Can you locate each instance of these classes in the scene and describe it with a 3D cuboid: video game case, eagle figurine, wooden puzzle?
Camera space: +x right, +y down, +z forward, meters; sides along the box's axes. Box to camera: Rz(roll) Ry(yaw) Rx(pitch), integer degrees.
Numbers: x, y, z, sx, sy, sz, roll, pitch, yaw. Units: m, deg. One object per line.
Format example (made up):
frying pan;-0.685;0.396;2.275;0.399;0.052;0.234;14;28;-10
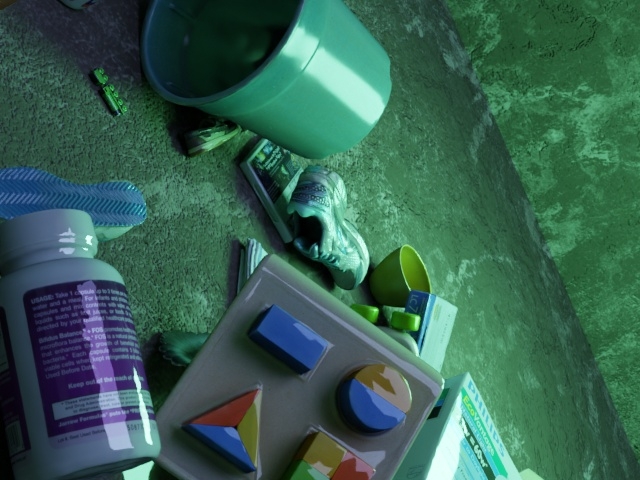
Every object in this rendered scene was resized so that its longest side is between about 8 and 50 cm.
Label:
video game case;-0.075;-0.109;2.093;0.173;0.022;0.190;61;27;-16
eagle figurine;-0.093;0.212;1.647;0.298;0.225;0.226;-23;47;-30
wooden puzzle;-0.022;0.226;1.502;0.322;0.080;0.348;36;63;-5

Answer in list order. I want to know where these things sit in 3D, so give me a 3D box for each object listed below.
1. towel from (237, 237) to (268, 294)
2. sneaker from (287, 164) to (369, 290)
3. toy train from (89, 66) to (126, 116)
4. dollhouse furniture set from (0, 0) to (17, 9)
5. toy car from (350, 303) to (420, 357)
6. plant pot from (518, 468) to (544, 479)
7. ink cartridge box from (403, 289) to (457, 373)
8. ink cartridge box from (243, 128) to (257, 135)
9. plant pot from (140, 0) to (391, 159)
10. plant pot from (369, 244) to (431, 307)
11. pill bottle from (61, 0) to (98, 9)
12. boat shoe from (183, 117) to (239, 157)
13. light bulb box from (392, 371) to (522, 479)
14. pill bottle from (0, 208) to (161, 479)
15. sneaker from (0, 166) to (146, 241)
towel;-0.052;0.149;1.915;0.285;0.034;0.209;47;33;-38
sneaker;0.000;0.000;2.064;0.122;0.110;0.283;-55;138;-35
toy train;-0.325;-0.226;1.694;0.083;0.017;0.023;61;36;-15
dollhouse furniture set;-0.501;-0.417;1.335;0.374;0.152;0.201;1;69;-63
toy car;0.095;0.199;2.042;0.188;0.149;0.155;174;-74;-84
plant pot;0.462;0.634;2.344;0.274;0.256;0.256;57;22;17
ink cartridge box;0.197;0.199;2.166;0.311;0.065;0.185;31;75;-74
ink cartridge box;-0.127;-0.235;2.056;0.083;0.048;0.028;62;27;-11
plant pot;-0.067;-0.313;1.881;0.334;0.341;0.341;32;43;-49
plant pot;0.158;0.086;2.309;0.134;0.095;0.134;45;34;-41
pill bottle;-0.315;-0.436;1.672;0.108;0.193;0.108;45;33;-41
boat shoe;-0.185;-0.186;1.894;0.049;0.056;0.152;67;25;-14
light bulb box;0.203;0.484;1.925;0.358;0.225;0.361;62;27;-12
pill bottle;-0.296;0.124;1.286;0.169;0.169;0.301;12;60;-61
sneaker;-0.343;-0.035;1.430;0.229;0.092;0.087;8;63;-40
